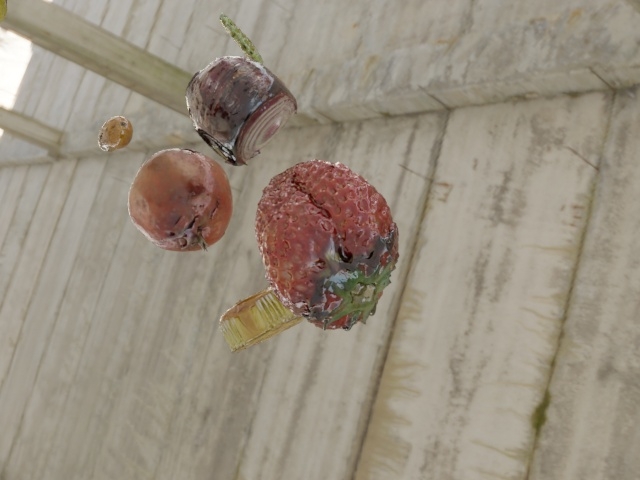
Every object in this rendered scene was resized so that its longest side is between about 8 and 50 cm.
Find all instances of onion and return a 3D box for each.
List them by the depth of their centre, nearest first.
[{"bbox_3d":[-0.190,-0.308,1.592,0.206,0.207,0.216,40,-98,14],"label":"onion"}]

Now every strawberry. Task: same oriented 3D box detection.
[{"bbox_3d":[0.000,0.000,1.265,0.250,0.239,0.288,-39,-119,-13],"label":"strawberry"}]

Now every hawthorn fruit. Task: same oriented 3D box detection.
[{"bbox_3d":[-0.344,-0.080,1.876,0.276,0.276,0.307,-55,-135,16],"label":"hawthorn fruit"}]

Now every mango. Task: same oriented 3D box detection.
[{"bbox_3d":[-0.621,-0.322,2.175,0.159,0.084,0.105,-8,-120,46],"label":"mango"}]

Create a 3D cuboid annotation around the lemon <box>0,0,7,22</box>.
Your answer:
[{"bbox_3d":[-0.904,-0.607,1.853,0.206,0.173,0.173,-40,-141,-3],"label":"lemon"}]

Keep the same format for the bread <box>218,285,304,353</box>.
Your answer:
[{"bbox_3d":[-0.135,0.169,1.609,0.190,0.132,0.114,-34,-99,19],"label":"bread"}]

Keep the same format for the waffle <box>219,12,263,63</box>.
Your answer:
[{"bbox_3d":[-0.213,-0.539,1.947,0.036,0.169,0.183,-39,-167,3],"label":"waffle"}]
